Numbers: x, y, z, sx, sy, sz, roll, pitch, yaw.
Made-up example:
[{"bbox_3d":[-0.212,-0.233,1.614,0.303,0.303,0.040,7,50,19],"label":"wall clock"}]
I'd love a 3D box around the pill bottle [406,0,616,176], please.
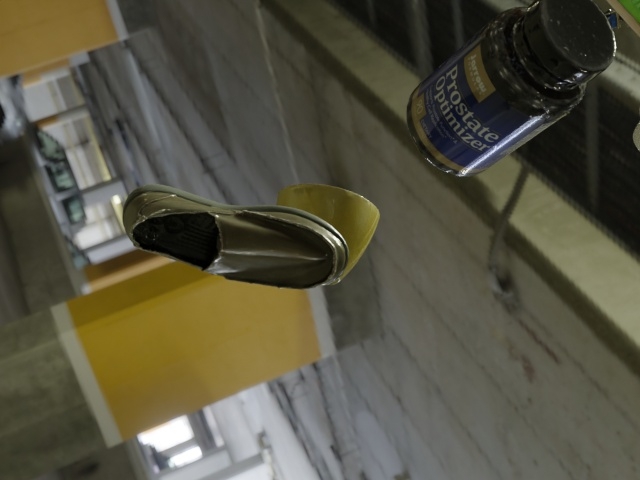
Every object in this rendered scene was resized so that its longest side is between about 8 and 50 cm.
[{"bbox_3d":[0.193,-0.162,1.020,0.219,0.123,0.123,-38,-108,55],"label":"pill bottle"}]

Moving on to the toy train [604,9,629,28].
[{"bbox_3d":[0.441,-0.310,1.368,0.036,0.158,0.027,-79,156,-58],"label":"toy train"}]

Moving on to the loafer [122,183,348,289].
[{"bbox_3d":[-0.095,0.009,1.062,0.087,0.251,0.094,-85,-174,-68],"label":"loafer"}]

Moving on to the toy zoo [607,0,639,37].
[{"bbox_3d":[0.426,-0.346,1.148,0.192,0.030,0.293,54,-21,14],"label":"toy zoo"}]

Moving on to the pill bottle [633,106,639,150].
[{"bbox_3d":[0.542,-0.206,1.473,0.112,0.112,0.186,62,-25,28],"label":"pill bottle"}]

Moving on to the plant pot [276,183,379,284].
[{"bbox_3d":[0.000,0.000,1.249,0.134,0.134,0.095,103,0,-69],"label":"plant pot"}]
